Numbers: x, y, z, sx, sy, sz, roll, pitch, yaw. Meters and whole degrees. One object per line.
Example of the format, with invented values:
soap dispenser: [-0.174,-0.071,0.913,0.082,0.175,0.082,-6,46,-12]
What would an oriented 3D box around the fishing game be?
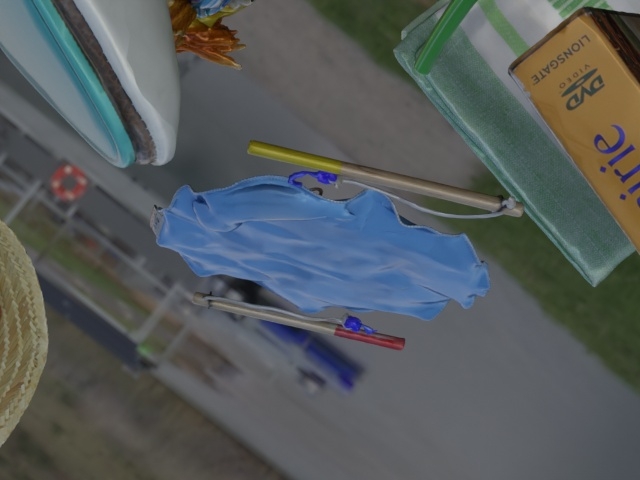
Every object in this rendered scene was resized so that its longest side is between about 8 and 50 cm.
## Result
fishing game: [0.000,0.000,0.846,0.189,0.041,0.264,12,160,-3]

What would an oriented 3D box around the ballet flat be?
ballet flat: [-0.171,-0.211,0.786,0.400,0.139,0.139,46,173,17]

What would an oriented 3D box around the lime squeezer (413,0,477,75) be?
lime squeezer: [0.171,-0.198,0.951,0.310,0.059,0.110,-20,145,26]

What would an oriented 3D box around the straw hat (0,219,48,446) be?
straw hat: [-0.158,0.022,0.457,0.144,0.144,0.061,45,-174,-35]

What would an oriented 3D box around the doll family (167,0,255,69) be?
doll family: [-0.051,-0.165,0.913,0.118,0.163,0.263,59,169,-10]

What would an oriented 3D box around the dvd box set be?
dvd box set: [0.297,0.048,0.912,0.420,0.062,0.307,56,-155,12]

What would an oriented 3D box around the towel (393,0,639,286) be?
towel: [0.251,-0.164,1.195,0.248,0.325,0.038,48,177,-2]
